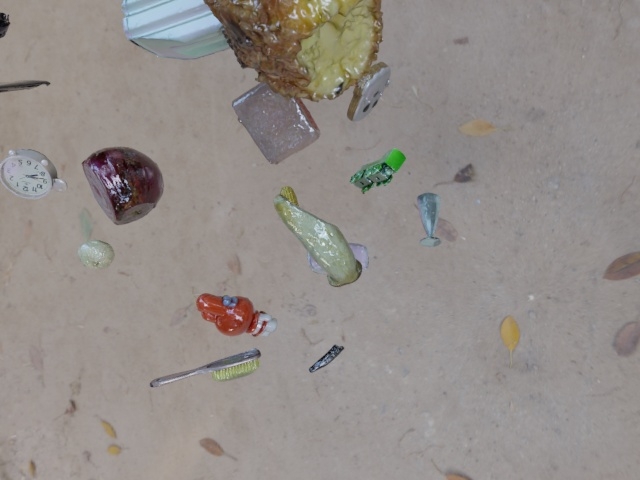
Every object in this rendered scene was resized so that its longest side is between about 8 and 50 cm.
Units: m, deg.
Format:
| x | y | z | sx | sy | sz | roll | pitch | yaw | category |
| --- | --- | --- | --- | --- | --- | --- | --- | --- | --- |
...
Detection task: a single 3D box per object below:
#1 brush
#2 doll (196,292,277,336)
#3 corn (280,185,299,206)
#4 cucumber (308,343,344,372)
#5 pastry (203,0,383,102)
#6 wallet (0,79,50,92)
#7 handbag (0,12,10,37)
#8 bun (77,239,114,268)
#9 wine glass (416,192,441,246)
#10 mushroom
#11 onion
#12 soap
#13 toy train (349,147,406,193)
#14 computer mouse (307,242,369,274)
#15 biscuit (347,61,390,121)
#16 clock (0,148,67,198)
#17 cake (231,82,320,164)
| x | y | z | sx | sy | sz | roll | pitch | yaw | category |
| --- | --- | --- | --- | --- | --- | --- | --- | --- | --- |
| -0.316 | 0.378 | 1.306 | 0.313 | 0.072 | 0.067 | -13 | 91 | -12 | brush |
| -0.287 | 0.252 | 1.552 | 0.161 | 0.291 | 0.129 | -39 | 36 | 41 | doll |
| -0.127 | -0.151 | 1.978 | 0.067 | 0.067 | 0.206 | -30 | 56 | 18 | corn |
| 0.021 | 0.387 | 1.512 | 0.135 | 0.033 | 0.034 | -43 | 60 | -10 | cucumber |
| -0.064 | -0.454 | 0.890 | 0.292 | 0.405 | 0.337 | -44 | 78 | 6 | pastry |
| -0.738 | -0.281 | 0.889 | 0.323 | 0.247 | 0.041 | 2 | 115 | 11 | wallet |
| -0.584 | -0.293 | 0.663 | 0.229 | 0.126 | 0.207 | -2 | 61 | -16 | handbag |
| -0.757 | 0.053 | 1.566 | 0.115 | 0.115 | 0.069 | -34 | 41 | 17 | bun |
| 0.327 | -0.063 | 1.400 | 0.073 | 0.073 | 0.155 | -7 | 62 | 24 | wine glass |
| 0.003 | -0.002 | 1.211 | 0.107 | 0.333 | 0.087 | -36 | 31 | 0 | mushroom |
| -0.743 | -0.223 | 1.810 | 0.260 | 0.336 | 0.281 | -28 | 70 | -27 | onion |
| -0.335 | -0.670 | 1.300 | 0.447 | 0.156 | 0.261 | -9 | 92 | 20 | soap |
| 0.190 | -0.238 | 1.602 | 0.085 | 0.251 | 0.119 | 39 | 76 | -16 | toy train |
| 0.064 | 0.063 | 1.721 | 0.056 | 0.245 | 0.125 | 145 | 124 | -64 | computer mouse |
| 0.156 | -0.457 | 1.451 | 0.049 | 0.208 | 0.181 | 38 | 57 | 12 | biscuit |
| -0.920 | -0.212 | 1.467 | 0.063 | 0.229 | 0.155 | -103 | 33 | -55 | clock |
| -0.161 | -0.466 | 1.778 | 0.230 | 0.237 | 0.308 | -32 | 106 | 14 | cake |
